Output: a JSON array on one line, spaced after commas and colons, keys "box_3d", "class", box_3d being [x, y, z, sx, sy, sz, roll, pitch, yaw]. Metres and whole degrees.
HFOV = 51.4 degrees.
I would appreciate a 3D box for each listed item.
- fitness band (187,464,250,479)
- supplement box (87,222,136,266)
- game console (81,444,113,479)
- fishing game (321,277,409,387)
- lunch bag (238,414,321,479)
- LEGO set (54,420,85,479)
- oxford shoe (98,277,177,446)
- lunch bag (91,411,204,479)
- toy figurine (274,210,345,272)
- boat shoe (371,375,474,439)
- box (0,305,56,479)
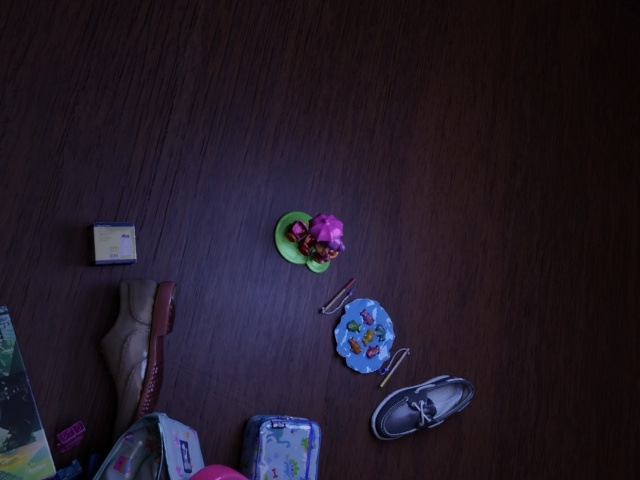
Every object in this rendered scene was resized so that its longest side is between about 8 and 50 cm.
[{"box_3d": [-0.199, 0.537, 1.248, 0.209, 0.054, 0.291, -56, 146, -19], "class": "fitness band"}, {"box_3d": [-0.423, 0.008, 1.345, 0.083, 0.056, 0.083, -1, 84, -32], "class": "supplement box"}, {"box_3d": [-0.413, 0.461, 1.274, 0.107, 0.071, 0.122, 20, 73, -28], "class": "game console"}, {"box_3d": [0.116, 0.236, 1.659, 0.189, 0.041, 0.264, -42, 105, -32], "class": "fishing game"}, {"box_3d": [-0.087, 0.497, 1.464, 0.176, 0.090, 0.219, 15, 76, -32], "class": "lunch bag"}, {"box_3d": [-0.516, 0.444, 1.214, 0.227, 0.093, 0.087, -31, 68, -27], "class": "LEGO set"}, {"box_3d": [-0.379, 0.245, 1.325, 0.130, 0.123, 0.348, 10, 77, -4], "class": "oxford shoe"}, {"box_3d": [-0.317, 0.459, 1.233, 0.160, 0.223, 0.262, 17, 71, 17], "class": "lunch bag"}, {"box_3d": [0.000, 0.000, 1.550, 0.173, 0.159, 0.130, 49, 61, -17], "class": "toy figurine"}, {"box_3d": [0.265, 0.419, 1.691, 0.302, 0.091, 0.114, -23, 95, -33], "class": "boat shoe"}, {"box_3d": [-0.616, 0.293, 1.134, 0.232, 0.058, 0.322, -15, 76, -33], "class": "box"}]
